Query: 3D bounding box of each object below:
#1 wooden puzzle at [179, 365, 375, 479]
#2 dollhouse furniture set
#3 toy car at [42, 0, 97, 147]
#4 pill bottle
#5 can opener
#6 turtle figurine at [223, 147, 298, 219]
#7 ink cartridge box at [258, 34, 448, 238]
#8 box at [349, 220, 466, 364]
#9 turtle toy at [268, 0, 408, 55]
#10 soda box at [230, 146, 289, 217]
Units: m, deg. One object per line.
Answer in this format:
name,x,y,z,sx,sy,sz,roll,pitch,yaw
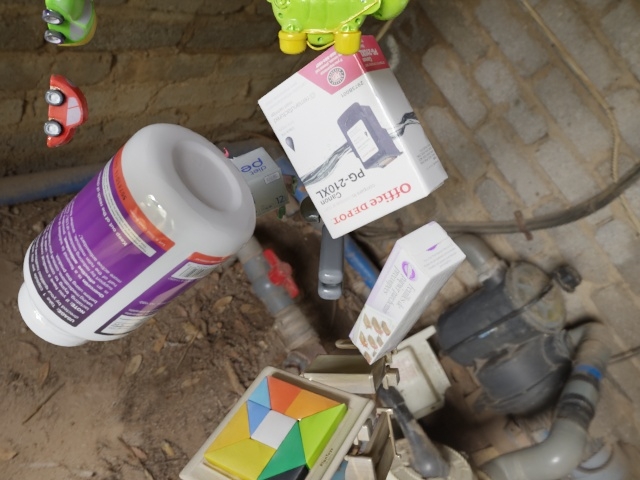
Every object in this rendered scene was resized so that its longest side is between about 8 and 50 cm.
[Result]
wooden puzzle,-0.067,0.285,0.765,0.221,0.239,0.044,-49,128,-37
dollhouse furniture set,0.085,0.445,1.232,0.303,0.174,0.355,-33,116,-64
toy car,-0.315,-0.255,0.663,0.053,0.225,0.238,4,79,-24
pill bottle,-0.249,0.010,0.676,0.181,0.323,0.181,41,29,-28
can opener,0.000,0.000,1.035,0.095,0.075,0.283,3,36,1
turtle figurine,-0.184,-0.136,1.286,0.234,0.118,0.175,17,84,16
ink cartridge box,0.048,-0.145,0.763,0.237,0.172,0.100,61,34,-5
box,0.111,0.091,0.760,0.067,0.324,0.063,-29,67,-22
turtle toy,0.015,-0.218,0.466,0.130,0.095,0.066,1,32,0
soda box,-0.212,-0.072,1.004,0.287,0.091,0.098,-25,44,-12
